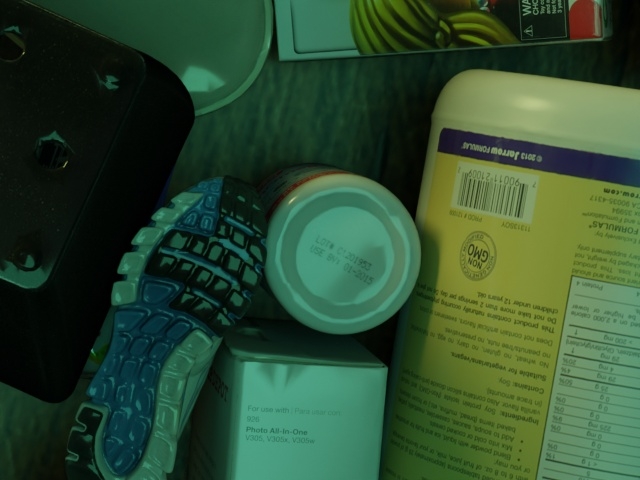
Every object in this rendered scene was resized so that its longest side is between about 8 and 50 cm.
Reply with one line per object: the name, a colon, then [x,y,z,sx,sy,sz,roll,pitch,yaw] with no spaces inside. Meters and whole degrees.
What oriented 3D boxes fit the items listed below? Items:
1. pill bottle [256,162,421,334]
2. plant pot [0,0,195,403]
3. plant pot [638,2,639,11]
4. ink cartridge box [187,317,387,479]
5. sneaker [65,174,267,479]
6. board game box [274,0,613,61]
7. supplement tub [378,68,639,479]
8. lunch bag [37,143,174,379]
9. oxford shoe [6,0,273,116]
pill bottle: [0.000,0.000,1.013,0.087,0.160,0.087,-1,96,-10]
plant pot: [-0.175,-0.044,0.893,0.188,0.167,0.187,24,77,-5]
plant pot: [0.253,-0.220,1.029,0.201,0.201,0.180,-29,84,-6]
ink cartridge box: [-0.026,0.159,1.029,0.093,0.154,0.212,2,95,-11]
sneaker: [-0.083,0.049,0.957,0.071,0.083,0.191,25,100,-1]
board game box: [0.062,-0.260,1.015,0.193,0.053,0.305,-3,97,17]
supplement tub: [0.158,0.082,1.009,0.241,0.241,0.331,8,95,-10]
lunch bag: [-0.160,-0.006,1.025,0.128,0.096,0.151,17,78,-7]
oxford shoe: [-0.178,-0.238,0.938,0.169,0.130,0.449,-34,114,2]
